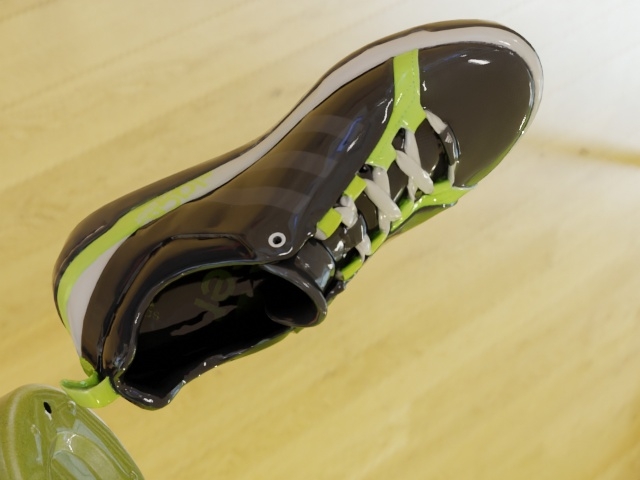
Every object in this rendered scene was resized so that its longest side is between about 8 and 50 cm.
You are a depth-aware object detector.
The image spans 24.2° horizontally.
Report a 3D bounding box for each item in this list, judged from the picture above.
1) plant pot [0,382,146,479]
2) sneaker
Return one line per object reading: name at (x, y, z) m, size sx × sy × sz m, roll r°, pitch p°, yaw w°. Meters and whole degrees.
plant pot at (-0.331, 0.308, 1.304) m, size 0.353 × 0.366 × 0.366 m, roll -32°, pitch 149°, yaw 13°
sneaker at (0.000, 0.000, 0.609) m, size 0.234 × 0.097 × 0.084 m, roll -32°, pitch 128°, yaw 0°
